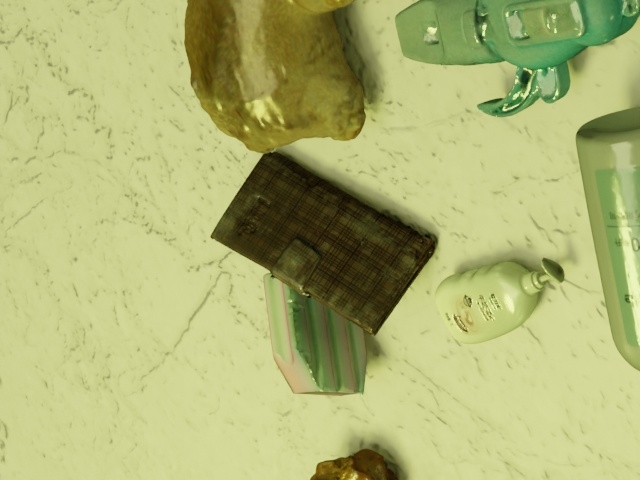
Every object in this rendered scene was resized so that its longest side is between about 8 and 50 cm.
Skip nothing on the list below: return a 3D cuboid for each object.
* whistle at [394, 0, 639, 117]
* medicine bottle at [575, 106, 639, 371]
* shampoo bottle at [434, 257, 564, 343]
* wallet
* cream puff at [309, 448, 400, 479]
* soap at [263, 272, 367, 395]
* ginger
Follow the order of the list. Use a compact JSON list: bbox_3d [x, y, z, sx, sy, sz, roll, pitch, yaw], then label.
[{"bbox_3d":[0.181,-0.205,1.555,0.274,0.093,0.186,-1,109,44],"label":"whistle"},{"bbox_3d":[0.317,0.056,1.541,0.110,0.110,0.352,-1,109,41],"label":"medicine bottle"},{"bbox_3d":[0.188,0.055,1.698,0.152,0.045,0.077,-23,93,43],"label":"shampoo bottle"},{"bbox_3d":[0.000,0.000,1.797,0.230,0.124,0.042,31,172,25],"label":"wallet"},{"bbox_3d":[0.037,0.297,1.905,0.094,0.122,0.116,21,162,41],"label":"cream puff"},{"bbox_3d":[-0.003,0.104,1.846,0.056,0.100,0.149,-28,65,50],"label":"soap"},{"bbox_3d":[-0.036,-0.220,1.707,0.221,0.130,0.276,-24,99,35],"label":"ginger"}]
